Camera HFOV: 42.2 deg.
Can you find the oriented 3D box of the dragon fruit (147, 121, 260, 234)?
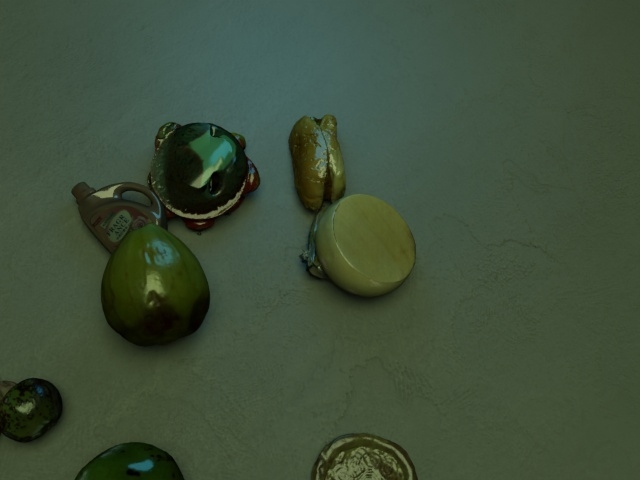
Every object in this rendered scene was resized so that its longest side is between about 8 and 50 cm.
[{"bbox_3d":[-0.285,-0.169,2.001,0.268,0.130,0.295,30,68,10],"label":"dragon fruit"}]

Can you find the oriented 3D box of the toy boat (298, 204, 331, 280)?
[{"bbox_3d":[0.000,0.000,2.001,0.084,0.066,0.210,33,48,-36],"label":"toy boat"}]

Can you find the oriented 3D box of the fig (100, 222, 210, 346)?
[{"bbox_3d":[-0.365,0.095,1.818,0.239,0.239,0.271,-7,77,-10],"label":"fig"}]

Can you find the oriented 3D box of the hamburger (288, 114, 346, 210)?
[{"bbox_3d":[-0.008,-0.206,2.048,0.124,0.131,0.262,-5,65,-10],"label":"hamburger"}]

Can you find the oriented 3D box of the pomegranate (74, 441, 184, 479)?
[{"bbox_3d":[-0.396,0.529,1.653,0.270,0.254,0.254,5,65,22],"label":"pomegranate"}]

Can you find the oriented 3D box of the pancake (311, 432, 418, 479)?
[{"bbox_3d":[0.101,0.544,1.818,0.250,0.031,0.250,3,67,-7],"label":"pancake"}]

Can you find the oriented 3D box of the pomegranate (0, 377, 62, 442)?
[{"bbox_3d":[-0.624,0.354,1.760,0.138,0.163,0.125,-51,123,-19],"label":"pomegranate"}]

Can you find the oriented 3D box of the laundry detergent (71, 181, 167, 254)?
[{"bbox_3d":[-0.465,-0.069,1.940,0.171,0.076,0.237,-43,78,2],"label":"laundry detergent"}]

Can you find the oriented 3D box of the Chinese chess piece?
[{"bbox_3d":[0.104,0.013,1.953,0.251,0.097,0.251,16,57,-26],"label":"Chinese chess piece"}]
